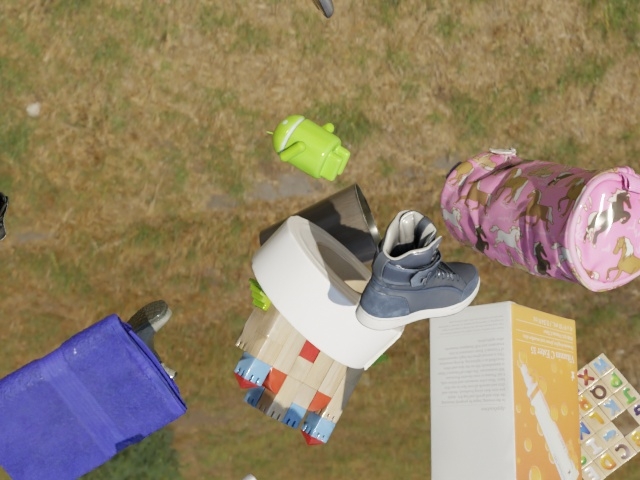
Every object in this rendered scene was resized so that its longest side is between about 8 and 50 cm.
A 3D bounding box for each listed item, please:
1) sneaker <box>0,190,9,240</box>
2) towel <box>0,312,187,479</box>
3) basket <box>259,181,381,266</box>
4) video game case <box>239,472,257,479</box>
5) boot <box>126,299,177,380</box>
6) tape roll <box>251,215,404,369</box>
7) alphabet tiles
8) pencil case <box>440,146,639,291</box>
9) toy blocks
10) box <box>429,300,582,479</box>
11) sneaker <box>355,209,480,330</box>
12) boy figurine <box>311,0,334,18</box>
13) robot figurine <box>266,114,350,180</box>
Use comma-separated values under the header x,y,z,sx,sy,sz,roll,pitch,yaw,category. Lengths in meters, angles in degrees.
x,y,z,sx,sy,sz,roll,pitch,yaw,category
-0.557,-0.072,1.508,0.089,0.170,0.051,-23,147,40,sneaker
-0.408,0.274,1.489,0.308,0.076,0.228,-31,114,-2,towel
0.000,0.000,1.842,0.226,0.154,0.204,-19,139,8,basket
-0.207,0.736,1.994,0.329,0.036,0.300,-37,113,-17,video game case
-0.360,0.240,1.887,0.246,0.083,0.161,-39,111,23,boot
0.016,0.089,1.562,0.286,0.286,0.100,37,104,-29,tape roll
0.551,0.379,1.827,0.237,0.198,0.009,-38,155,1,alphabet tiles
0.323,-0.040,1.296,0.160,0.386,0.167,-25,107,-14,pencil case
-0.058,0.286,1.960,0.381,0.261,0.190,34,171,-36,toy blocks
0.312,0.295,1.500,0.168,0.346,0.215,-12,160,42,box
0.161,0.030,1.268,0.226,0.086,0.164,-16,132,-37,sneaker
0.094,-0.491,1.467,0.285,0.177,0.092,-35,124,-1,boy figurine
-0.018,-0.131,1.246,0.115,0.101,0.067,33,128,12,robot figurine
